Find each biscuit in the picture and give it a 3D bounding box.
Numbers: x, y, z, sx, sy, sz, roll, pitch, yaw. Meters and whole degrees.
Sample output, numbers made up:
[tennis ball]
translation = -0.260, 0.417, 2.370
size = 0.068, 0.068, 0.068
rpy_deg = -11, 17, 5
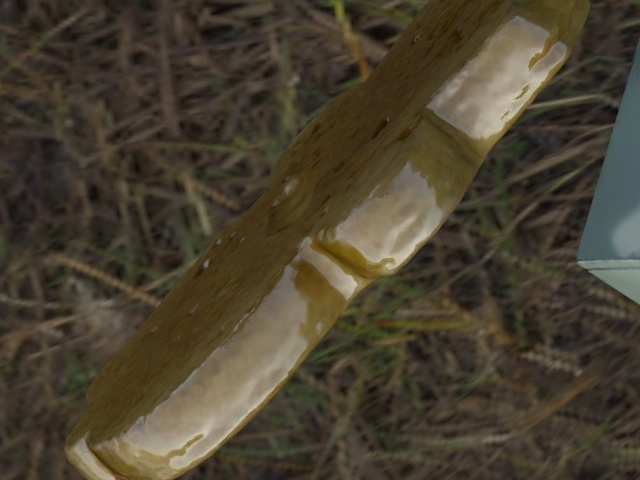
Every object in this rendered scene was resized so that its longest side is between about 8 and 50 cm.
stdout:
[biscuit]
translation = 0.000, 0.000, 0.613
size = 0.036, 0.166, 0.225
rpy_deg = 42, 89, -14

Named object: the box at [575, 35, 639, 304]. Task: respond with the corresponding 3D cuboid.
[box]
translation = 0.176, -0.070, 0.599
size = 0.086, 0.129, 0.225
rpy_deg = -1, 64, 49
